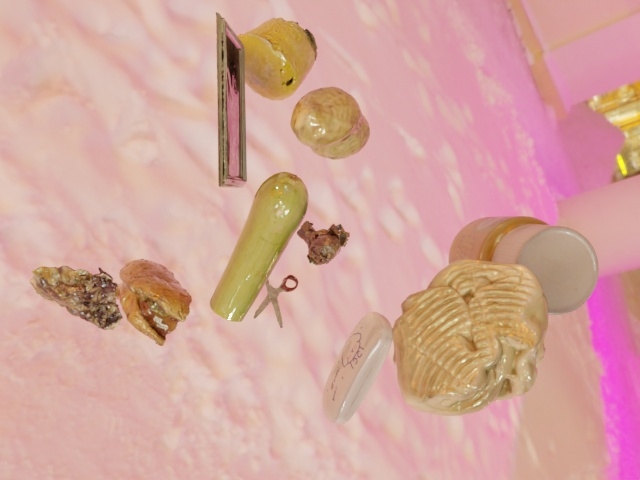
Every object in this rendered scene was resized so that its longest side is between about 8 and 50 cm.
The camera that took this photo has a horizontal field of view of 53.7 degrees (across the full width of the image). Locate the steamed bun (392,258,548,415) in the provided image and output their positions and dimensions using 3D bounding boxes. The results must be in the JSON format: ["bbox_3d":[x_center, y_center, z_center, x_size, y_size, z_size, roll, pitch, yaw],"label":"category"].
[{"bbox_3d":[0.283,0.197,1.206,0.203,0.275,0.289,49,51,-61],"label":"steamed bun"}]

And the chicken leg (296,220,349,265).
[{"bbox_3d":[-0.003,0.007,1.755,0.080,0.196,0.125,31,75,-31],"label":"chicken leg"}]

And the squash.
[{"bbox_3d":[-0.092,0.007,0.953,0.083,0.250,0.083,25,23,-11],"label":"squash"}]

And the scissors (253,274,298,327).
[{"bbox_3d":[-0.136,0.155,1.773,0.144,0.017,0.248,20,30,-10],"label":"scissors"}]

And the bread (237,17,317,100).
[{"bbox_3d":[-0.115,-0.440,1.523,0.197,0.197,0.170,53,55,-27],"label":"bread"}]

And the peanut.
[{"bbox_3d":[0.020,-0.186,1.016,0.229,0.098,0.103,15,89,-75],"label":"peanut"}]

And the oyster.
[{"bbox_3d":[-0.644,0.147,1.665,0.214,0.222,0.083,93,-1,-46],"label":"oyster"}]

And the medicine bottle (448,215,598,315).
[{"bbox_3d":[0.459,0.055,1.475,0.384,0.224,0.224,-159,-134,-83],"label":"medicine bottle"}]

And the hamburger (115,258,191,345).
[{"bbox_3d":[-0.375,0.111,1.375,0.124,0.262,0.131,-49,120,-7],"label":"hamburger"}]

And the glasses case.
[{"bbox_3d":[0.057,0.205,1.014,0.049,0.197,0.076,18,19,-25],"label":"glasses case"}]

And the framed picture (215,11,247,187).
[{"bbox_3d":[-0.150,-0.226,1.087,0.217,0.017,0.274,-74,163,-84],"label":"framed picture"}]
